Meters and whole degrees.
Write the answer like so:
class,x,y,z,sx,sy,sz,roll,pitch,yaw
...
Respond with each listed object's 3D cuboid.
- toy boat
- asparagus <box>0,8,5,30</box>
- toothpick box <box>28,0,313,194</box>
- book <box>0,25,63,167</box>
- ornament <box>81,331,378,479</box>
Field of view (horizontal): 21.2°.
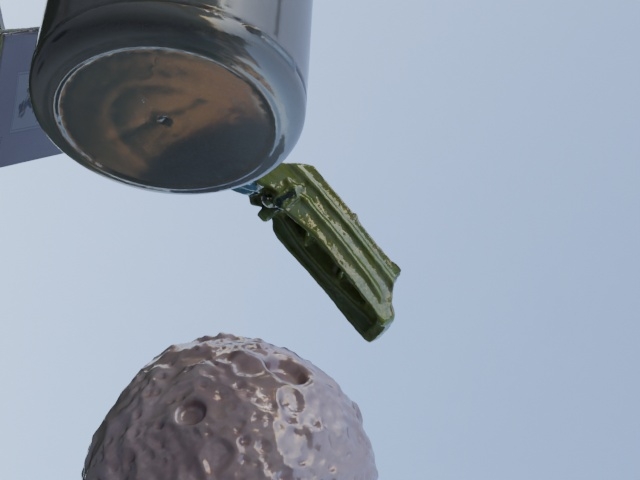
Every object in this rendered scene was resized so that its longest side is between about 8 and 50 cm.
class,x,y,z,sx,sy,sz,roll,pitch,yaw
toy boat,0.003,-0.005,2.107,0.276,0.084,0.111,47,-21,7
asparagus,-0.444,-0.326,2.306,0.034,0.027,0.236,109,-29,-54
toothpick box,-0.113,-0.221,1.352,0.229,0.229,0.316,-44,-147,47
book,-0.256,-0.133,1.562,0.014,0.182,0.127,15,-76,18
ornament,-0.072,0.215,1.462,0.225,0.259,0.259,29,-66,22
